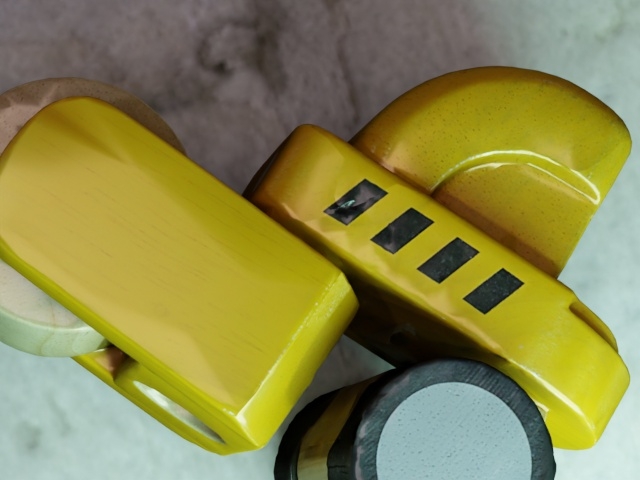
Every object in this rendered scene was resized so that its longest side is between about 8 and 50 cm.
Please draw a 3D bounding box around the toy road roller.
[{"bbox_3d":[0.000,0.000,0.852,0.329,0.202,0.240,33,76,-5],"label":"toy road roller"}]
